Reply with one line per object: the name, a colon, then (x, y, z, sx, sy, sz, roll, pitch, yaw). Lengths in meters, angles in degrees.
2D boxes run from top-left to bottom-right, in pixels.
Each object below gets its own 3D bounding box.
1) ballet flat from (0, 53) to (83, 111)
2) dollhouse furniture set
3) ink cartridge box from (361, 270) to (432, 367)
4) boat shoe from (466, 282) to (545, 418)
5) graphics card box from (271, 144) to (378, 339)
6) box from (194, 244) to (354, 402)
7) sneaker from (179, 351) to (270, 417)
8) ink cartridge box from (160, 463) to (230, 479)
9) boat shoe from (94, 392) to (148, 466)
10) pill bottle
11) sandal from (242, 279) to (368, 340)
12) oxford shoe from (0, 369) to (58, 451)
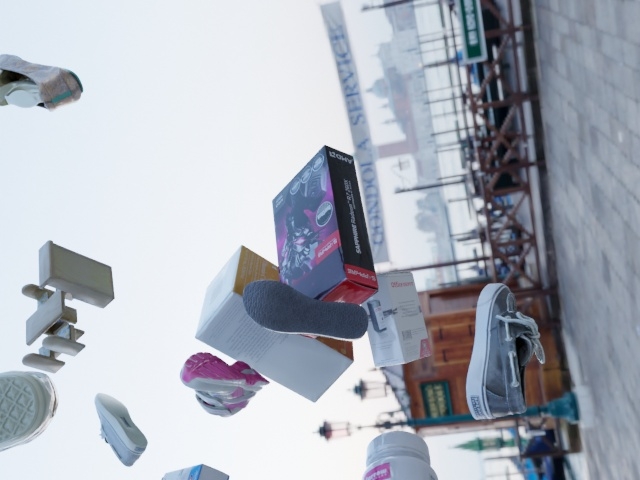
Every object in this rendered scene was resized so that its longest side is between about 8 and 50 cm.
ballet flat: (-0.627, -0.324, 1.490, 0.106, 0.316, 0.107, -48, -47, -32)
dollhouse furniture set: (-0.603, 0.135, 1.591, 0.161, 0.242, 0.212, 30, -151, -43)
ink cartridge box: (0.181, 0.190, 1.752, 0.159, 0.092, 0.217, 2, -105, -58)
boat shoe: (0.323, 0.176, 1.221, 0.113, 0.105, 0.306, 67, -151, -22)
graphics card box: (0.000, 0.000, 1.579, 0.094, 0.233, 0.370, 18, -132, -31)
box: (-0.105, 0.204, 1.746, 0.345, 0.168, 0.215, 32, -155, -18)
sneaker: (-0.200, 0.300, 1.424, 0.111, 0.103, 0.252, -58, -32, -1)
ink cartridge box: (-0.294, 0.580, 1.568, 0.082, 0.191, 0.139, 30, -126, -23)
boat shoe: (-0.496, 0.454, 1.713, 0.079, 0.081, 0.227, 27, -174, -47)
pill bottle: (0.159, 0.529, 1.405, 0.283, 0.160, 0.160, -88, -15, -55)
sandal: (-0.033, 0.147, 1.402, 0.054, 0.255, 0.097, 77, -151, -74)
oxford shoe: (-0.660, 0.327, 1.262, 0.130, 0.450, 0.169, 25, -129, -78)
